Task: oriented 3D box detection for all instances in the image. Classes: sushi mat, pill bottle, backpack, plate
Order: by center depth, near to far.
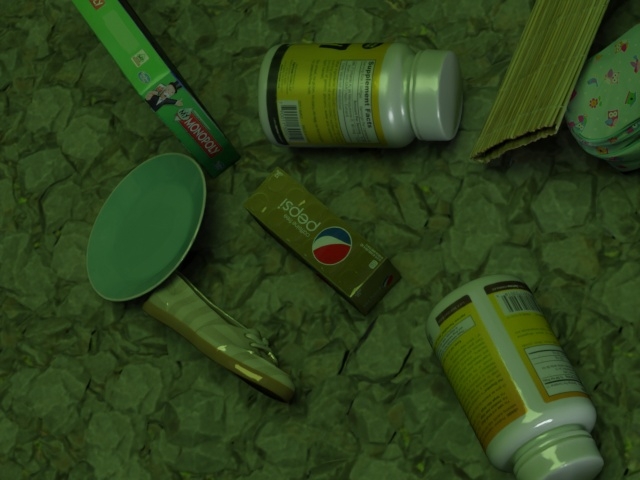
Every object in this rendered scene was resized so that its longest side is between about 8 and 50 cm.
[{"bbox_3d":[0.196,0.148,1.656,0.117,0.117,0.215,-28,60,6],"label":"pill bottle"},{"bbox_3d":[0.344,-0.154,1.726,0.182,0.115,0.152,-34,47,29],"label":"backpack"},{"bbox_3d":[0.261,-0.231,1.797,0.151,0.019,0.317,-20,42,61],"label":"sushi mat"},{"bbox_3d":[0.045,-0.161,1.850,0.208,0.119,0.119,2,67,20],"label":"pill bottle"},{"bbox_3d":[-0.194,-0.012,1.897,0.188,0.024,0.188,-23,51,31],"label":"plate"}]

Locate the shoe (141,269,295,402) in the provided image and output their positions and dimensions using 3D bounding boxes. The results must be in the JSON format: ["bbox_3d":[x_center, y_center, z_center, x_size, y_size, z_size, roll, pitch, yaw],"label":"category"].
[{"bbox_3d":[-0.105,0.102,1.808,0.219,0.076,0.058,32,85,31],"label":"shoe"}]

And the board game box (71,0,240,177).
[{"bbox_3d":[-0.223,-0.234,1.926,0.046,0.213,0.317,-37,60,1],"label":"board game box"}]

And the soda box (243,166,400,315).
[{"bbox_3d":[0.000,0.000,1.828,0.061,0.058,0.181,-47,60,-5],"label":"soda box"}]
